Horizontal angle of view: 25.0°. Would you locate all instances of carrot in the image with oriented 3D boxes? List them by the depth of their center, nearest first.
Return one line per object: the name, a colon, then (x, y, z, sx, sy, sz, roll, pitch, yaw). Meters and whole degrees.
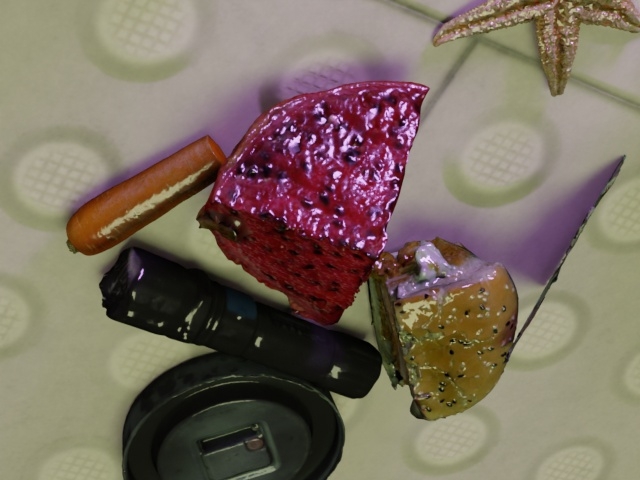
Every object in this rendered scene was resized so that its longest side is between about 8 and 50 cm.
carrot: (-0.217, -0.051, 1.769, 0.225, 0.067, 0.067, -29, 131, 7)

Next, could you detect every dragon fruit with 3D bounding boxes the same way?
dragon fruit: (0.000, 0.000, 1.755, 0.302, 0.240, 0.330, -10, 137, -11)

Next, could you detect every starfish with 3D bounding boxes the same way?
starfish: (0.286, -0.271, 1.736, 0.295, 0.048, 0.231, -29, 131, 10)

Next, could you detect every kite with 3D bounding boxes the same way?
kite: (0.322, 0.027, 1.903, 0.011, 0.335, 0.314, 30, 164, 9)

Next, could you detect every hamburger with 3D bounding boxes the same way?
hamburger: (0.168, 0.106, 1.939, 0.192, 0.168, 0.288, -16, 130, -1)

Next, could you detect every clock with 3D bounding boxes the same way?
clock: (-0.127, 0.290, 2.078, 0.325, 0.067, 0.325, -8, 131, -9)

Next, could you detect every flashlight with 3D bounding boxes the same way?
flashlight: (-0.095, 0.118, 1.928, 0.424, 0.103, 0.103, 23, 120, -32)
